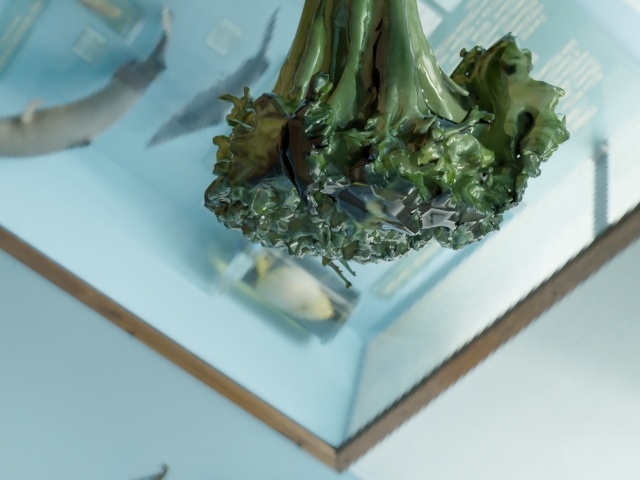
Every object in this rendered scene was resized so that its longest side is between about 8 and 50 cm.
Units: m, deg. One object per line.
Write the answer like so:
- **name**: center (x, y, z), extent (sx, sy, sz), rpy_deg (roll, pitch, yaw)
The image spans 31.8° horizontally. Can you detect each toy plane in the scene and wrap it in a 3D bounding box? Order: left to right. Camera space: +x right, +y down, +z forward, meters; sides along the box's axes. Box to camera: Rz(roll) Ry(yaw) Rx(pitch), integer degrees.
- **toy plane**: center (0.000, 0.000, 1.108), extent (0.040, 0.102, 0.111), rpy_deg (-32, -152, -10)

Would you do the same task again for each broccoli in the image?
- **broccoli**: center (0.041, -0.104, 0.796), extent (0.247, 0.263, 0.243), rpy_deg (-6, 96, -76)
